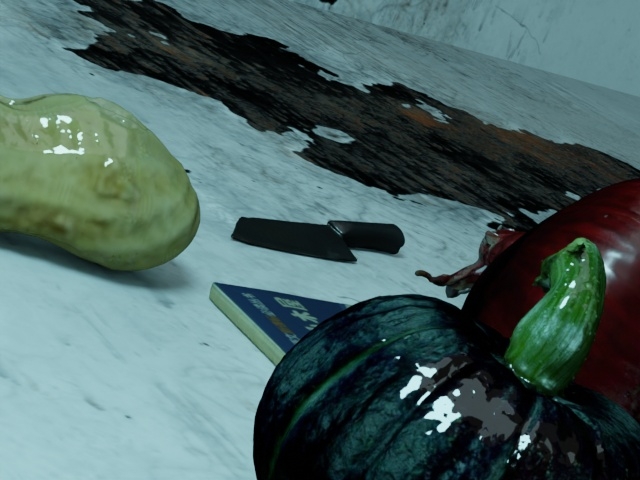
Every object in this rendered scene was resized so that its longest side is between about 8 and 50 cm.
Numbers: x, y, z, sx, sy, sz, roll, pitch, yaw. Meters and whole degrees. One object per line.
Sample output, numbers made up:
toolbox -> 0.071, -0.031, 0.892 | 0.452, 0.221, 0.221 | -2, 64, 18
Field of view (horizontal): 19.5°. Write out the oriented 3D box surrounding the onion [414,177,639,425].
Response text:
onion -> 0.182, 0.057, 1.318 | 0.285, 0.273, 0.273 | 42, 22, 27

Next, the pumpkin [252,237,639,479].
pumpkin -> 0.093, 0.108, 1.059 | 0.248, 0.248, 0.248 | 21, 15, -6

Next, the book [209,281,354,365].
book -> 0.092, 0.110, 1.506 | 0.322, 0.018, 0.228 | 12, 17, -36

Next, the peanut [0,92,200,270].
peanut -> -0.228, -0.059, 1.439 | 0.290, 0.130, 0.130 | 14, 16, -20

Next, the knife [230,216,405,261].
knife -> 0.000, 0.000, 1.768 | 0.230, 0.028, 0.060 | 5, 34, -44
